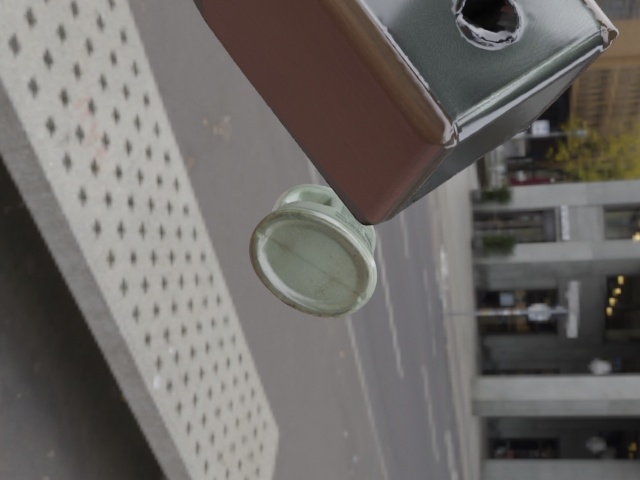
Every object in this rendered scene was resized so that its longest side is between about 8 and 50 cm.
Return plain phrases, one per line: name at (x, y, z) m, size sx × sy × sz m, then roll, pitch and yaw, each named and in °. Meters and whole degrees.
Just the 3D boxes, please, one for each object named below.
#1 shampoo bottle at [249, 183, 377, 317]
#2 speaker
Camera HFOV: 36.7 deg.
shampoo bottle at (0.000, 0.000, 0.943) m, size 0.087 × 0.118 × 0.234 m, roll -58°, pitch -177°, yaw 11°
speaker at (0.041, -0.153, 0.629) m, size 0.231 × 0.153 × 0.192 m, roll 54°, pitch -21°, yaw 7°
